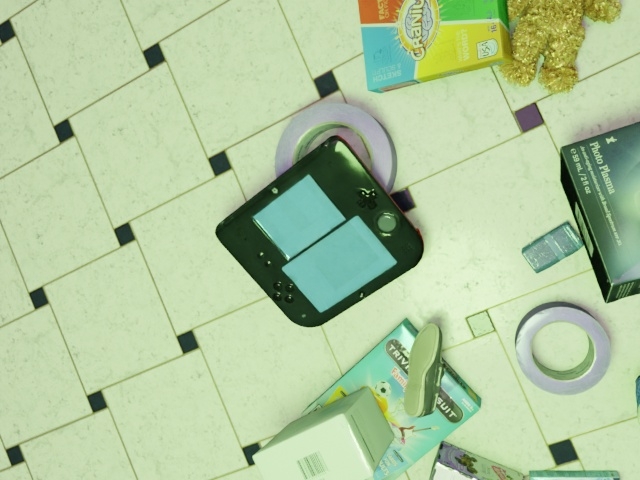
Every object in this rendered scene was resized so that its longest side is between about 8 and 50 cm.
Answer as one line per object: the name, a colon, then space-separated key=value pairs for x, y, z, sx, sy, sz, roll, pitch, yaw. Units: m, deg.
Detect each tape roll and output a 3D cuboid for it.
tape roll: x=0.516 y=0.229 z=1.332 sx=0.188 sy=0.080 sz=0.189 roll=1 pitch=94 yaw=15
tape roll: x=0.036 y=-0.176 z=1.439 sx=0.274 sy=0.090 sz=0.275 roll=1 pitch=93 yaw=15

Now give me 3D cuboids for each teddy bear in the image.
teddy bear: x=0.485 y=-0.474 z=1.285 sx=0.245 sy=0.113 sz=0.338 roll=30 pitch=101 yaw=10

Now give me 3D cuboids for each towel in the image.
towel: x=0.503 y=0.017 z=1.349 sx=0.119 sy=0.029 sz=0.067 roll=-34 pitch=84 yaw=14

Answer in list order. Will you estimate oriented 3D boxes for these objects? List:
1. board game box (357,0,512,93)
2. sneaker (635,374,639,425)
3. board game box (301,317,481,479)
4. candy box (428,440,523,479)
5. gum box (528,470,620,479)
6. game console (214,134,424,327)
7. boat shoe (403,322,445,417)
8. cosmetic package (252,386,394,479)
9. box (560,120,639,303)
board game box: x=0.236 y=-0.467 z=1.326 sx=0.316 sy=0.064 sz=0.242 roll=-6 pitch=92 yaw=36
sneaker: x=0.777 y=0.348 z=1.236 sx=0.330 sy=0.147 sz=0.130 roll=25 pitch=127 yaw=-8
board game box: x=0.160 y=0.388 z=1.442 sx=0.336 sy=0.079 sz=0.254 roll=-45 pitch=81 yaw=14
candy box: x=0.341 y=0.527 z=1.353 sx=0.196 sy=0.165 sz=0.070 roll=20 pitch=93 yaw=14
gum box: x=0.561 y=0.588 z=1.360 sx=0.184 sy=0.041 sz=0.157 roll=-7 pitch=91 yaw=17
game console: x=0.000 y=0.000 z=1.394 sx=0.386 sy=0.060 sz=0.342 roll=-35 pitch=108 yaw=23
boat shoe: x=0.236 y=0.284 z=1.355 sx=0.075 sy=0.065 sz=0.206 roll=9 pitch=85 yaw=60
cosmetic package: x=0.014 y=0.440 z=1.329 sx=0.224 sy=0.224 sz=0.138 roll=-29 pitch=82 yaw=16
box: x=0.649 y=-0.071 z=1.184 sx=0.294 sy=0.183 sz=0.296 roll=-18 pitch=68 yaw=15
